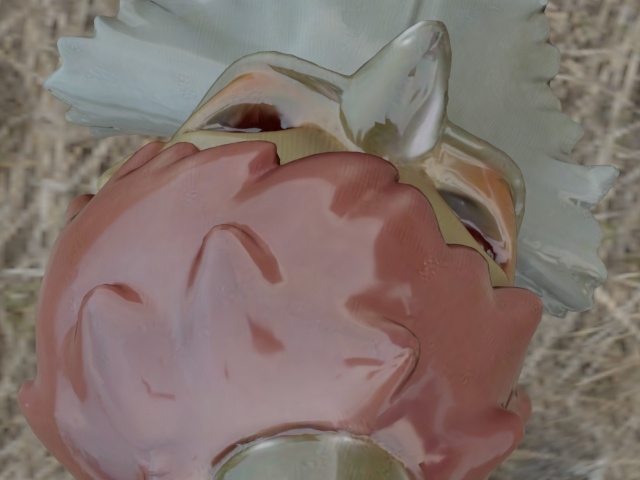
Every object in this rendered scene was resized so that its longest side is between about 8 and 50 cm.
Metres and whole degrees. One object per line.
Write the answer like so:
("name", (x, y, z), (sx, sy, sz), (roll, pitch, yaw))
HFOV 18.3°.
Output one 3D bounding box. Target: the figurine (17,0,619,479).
("figurine", (0.000, 0.000, 0.624), (0.207, 0.387, 0.166), (28, 124, -7))
